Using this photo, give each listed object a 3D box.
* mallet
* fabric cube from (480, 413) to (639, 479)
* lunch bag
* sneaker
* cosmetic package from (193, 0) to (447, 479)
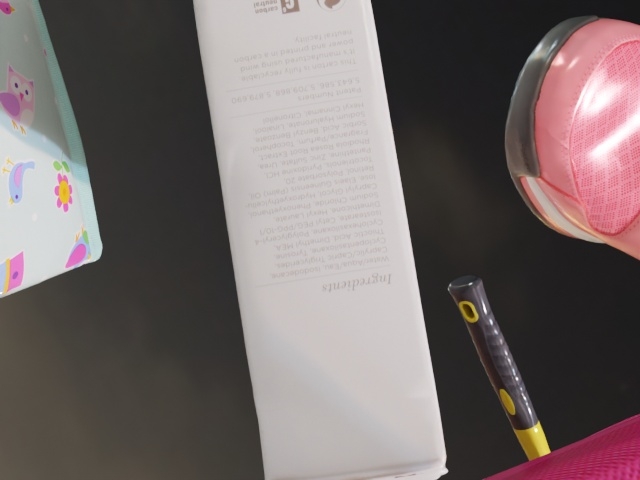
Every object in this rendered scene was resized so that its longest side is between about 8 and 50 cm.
[{"bbox_3d":[0.117,0.101,0.990,0.062,0.039,0.189,1,-58,35],"label":"mallet"},{"bbox_3d":[0.084,0.182,0.476,0.254,0.258,0.259,-33,-103,58],"label":"fabric cube"},{"bbox_3d":[-0.263,-0.084,1.125,0.160,0.223,0.262,-2,-75,31],"label":"lunch bag"},{"bbox_3d":[0.221,-0.015,0.975,0.314,0.116,0.136,36,-12,-38],"label":"sneaker"},{"bbox_3d":[0.000,0.000,0.883,0.117,0.085,0.231,73,9,-79],"label":"cosmetic package"}]
